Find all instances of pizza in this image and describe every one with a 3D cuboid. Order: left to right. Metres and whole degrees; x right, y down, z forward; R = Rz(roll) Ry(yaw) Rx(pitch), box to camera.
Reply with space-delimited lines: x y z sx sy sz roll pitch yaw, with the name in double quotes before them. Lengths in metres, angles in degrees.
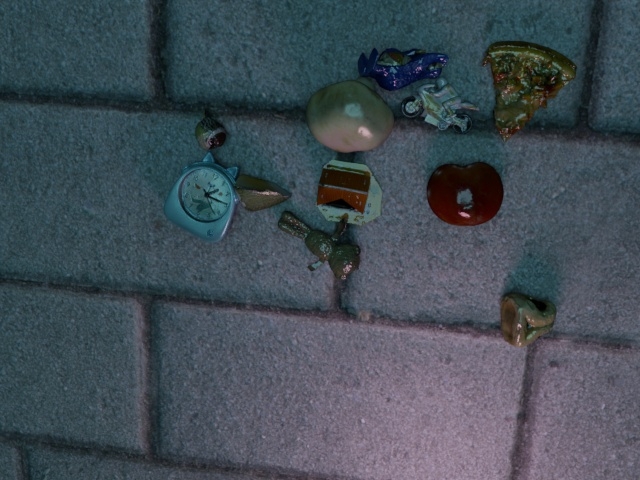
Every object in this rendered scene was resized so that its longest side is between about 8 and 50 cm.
"pizza" 0.568 -0.463 1.674 0.251 0.074 0.287 39 104 0

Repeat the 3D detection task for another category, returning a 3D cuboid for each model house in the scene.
"model house" 0.091 -0.138 1.782 0.219 0.136 0.207 13 103 5

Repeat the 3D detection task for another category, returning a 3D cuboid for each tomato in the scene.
"tomato" 0.445 -0.133 1.733 0.233 0.139 0.200 -7 109 9

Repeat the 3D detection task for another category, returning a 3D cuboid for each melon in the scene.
"melon" -0.201 -0.147 1.859 0.203 0.093 0.139 10 136 -23

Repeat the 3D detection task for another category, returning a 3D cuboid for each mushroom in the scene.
"mushroom" 0.094 -0.389 1.689 0.260 0.254 0.234 19 68 -1

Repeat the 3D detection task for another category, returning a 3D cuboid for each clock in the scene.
"clock" -0.367 -0.147 1.868 0.224 0.094 0.274 30 103 0

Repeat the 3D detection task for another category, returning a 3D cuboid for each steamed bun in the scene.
"steamed bun" 0.667 0.245 1.804 0.155 0.141 0.172 -4 106 -5

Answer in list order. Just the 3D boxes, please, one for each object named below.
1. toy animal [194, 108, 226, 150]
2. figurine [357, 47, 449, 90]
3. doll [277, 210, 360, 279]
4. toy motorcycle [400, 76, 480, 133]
"toy animal" -0.346 -0.356 1.819 0.098 0.098 0.137 4 82 7
"figurine" 0.243 -0.498 1.666 0.262 0.164 0.120 0 110 -6
"doll" -0.007 0.016 1.864 0.286 0.091 0.202 8 94 8
"toy motorcycle" 0.363 -0.411 1.714 0.229 0.074 0.151 19 102 6
